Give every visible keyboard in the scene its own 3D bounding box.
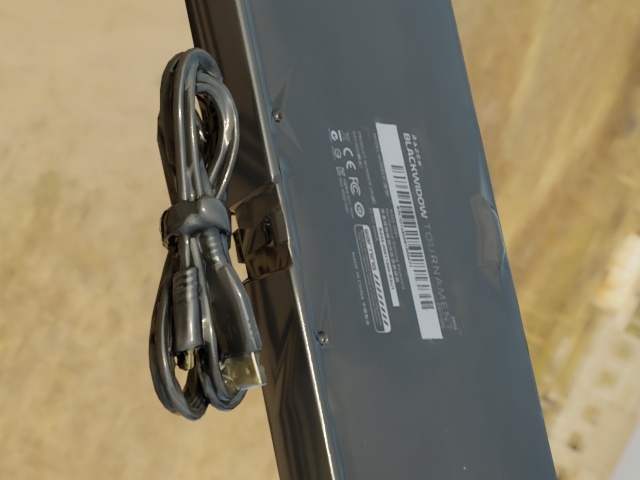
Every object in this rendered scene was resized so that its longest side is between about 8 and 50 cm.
[{"bbox_3d":[0.000,0.000,0.369,0.108,0.023,0.180,2,72,-54],"label":"keyboard"}]
